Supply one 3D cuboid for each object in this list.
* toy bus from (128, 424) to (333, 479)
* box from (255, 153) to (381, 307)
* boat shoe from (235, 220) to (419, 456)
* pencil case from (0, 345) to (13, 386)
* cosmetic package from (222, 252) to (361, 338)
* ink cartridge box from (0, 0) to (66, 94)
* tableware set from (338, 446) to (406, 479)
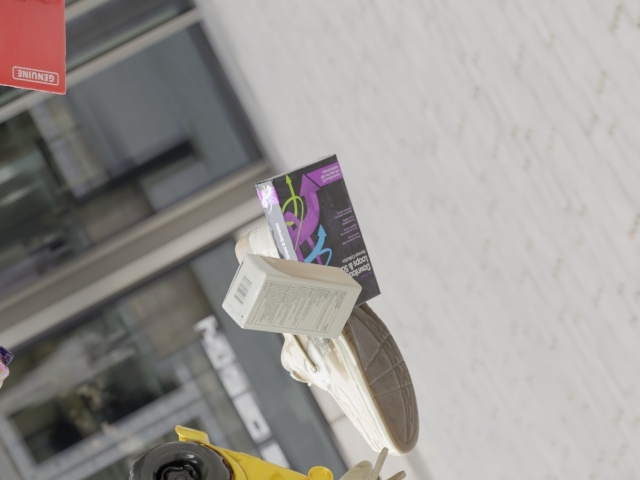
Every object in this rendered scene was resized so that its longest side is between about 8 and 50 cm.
[{"bbox_3d":[-0.052,0.266,1.257,0.220,0.211,0.149,-66,-18,-48],"label":"toy bus"},{"bbox_3d":[0.000,0.000,1.806,0.029,0.116,0.162,-13,98,39],"label":"box"},{"bbox_3d":[0.008,0.112,1.911,0.302,0.098,0.109,60,-153,2],"label":"boat shoe"},{"bbox_3d":[-0.504,0.219,2.079,0.124,0.284,0.124,39,174,5],"label":"pencil case"},{"bbox_3d":[-0.025,0.052,1.565,0.115,0.060,0.041,11,-158,-40],"label":"cosmetic package"},{"bbox_3d":[-0.399,-0.316,1.943,0.066,0.296,0.261,-14,76,48],"label":"ink cartridge box"},{"bbox_3d":[0.014,0.290,1.590,0.039,0.194,0.128,36,142,-12],"label":"tableware set"}]
